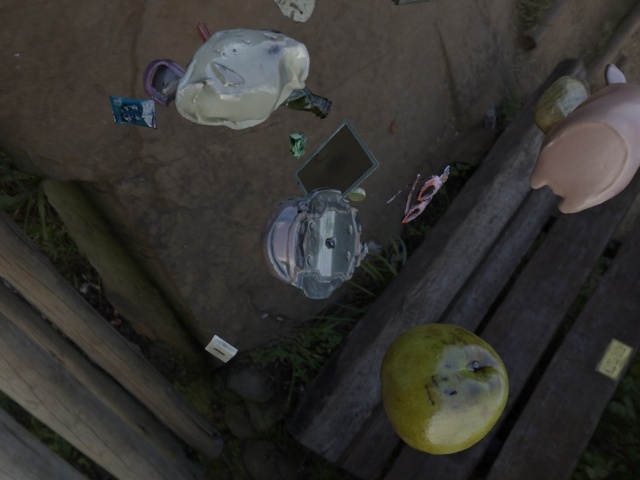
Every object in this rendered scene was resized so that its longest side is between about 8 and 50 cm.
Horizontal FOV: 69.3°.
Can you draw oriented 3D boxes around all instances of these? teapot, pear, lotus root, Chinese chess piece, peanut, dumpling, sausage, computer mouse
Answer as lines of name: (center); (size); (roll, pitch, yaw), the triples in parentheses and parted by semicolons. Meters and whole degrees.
teapot: (-0.500, -0.509, 1.506); (0.116, 0.148, 0.146); (37, 95, -7)
pear: (0.302, 0.348, 1.116); (0.303, 0.303, 0.304); (-14, 114, -35)
lotus root: (-0.103, -0.784, 1.418); (0.138, 0.119, 0.234); (-44, 134, 18)
Chinese chess piece: (0.171, -0.218, 2.168); (0.084, 0.084, 0.034); (32, 54, -41)
peanut: (0.612, -0.290, 1.163); (0.122, 0.136, 0.254); (45, 41, -68)
dumpling: (-0.184, -0.365, 1.083); (0.317, 0.187, 0.243); (-25, 162, -8)
sausage: (-0.360, -0.644, 1.521); (0.147, 0.035, 0.030); (60, 43, -23)
computer mouse: (-0.006, -0.001, 0.891); (0.389, 0.114, 0.200); (3, 96, -62)

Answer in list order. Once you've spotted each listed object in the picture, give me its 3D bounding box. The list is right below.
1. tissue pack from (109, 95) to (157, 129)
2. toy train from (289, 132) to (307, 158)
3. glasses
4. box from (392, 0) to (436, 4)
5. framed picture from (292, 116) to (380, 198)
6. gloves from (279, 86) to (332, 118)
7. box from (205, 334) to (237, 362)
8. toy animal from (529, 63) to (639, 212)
tissue pack: (-0.538, -0.366, 1.327); (0.028, 0.137, 0.085); (-73, 168, -60)
toy train: (-0.073, -0.293, 1.433); (0.053, 0.033, 0.083); (-25, 142, -35)
glasses: (0.324, -0.152, 1.529); (0.162, 0.095, 0.256); (-17, 151, -37)
box: (0.277, -0.831, 1.422); (0.231, 0.149, 0.156); (-28, 150, -36)
framed picture: (0.042, -0.226, 1.484); (0.273, 0.217, 0.016); (-41, 153, 25)
gloves: (-0.092, -0.482, 1.561); (0.267, 0.135, 0.108); (5, 92, -21)
box: (-0.335, 0.365, 1.549); (0.090, 0.167, 0.024); (35, 59, -5)
toy animal: (0.566, -0.194, 0.918); (0.256, 0.195, 0.213); (-37, 160, -37)
